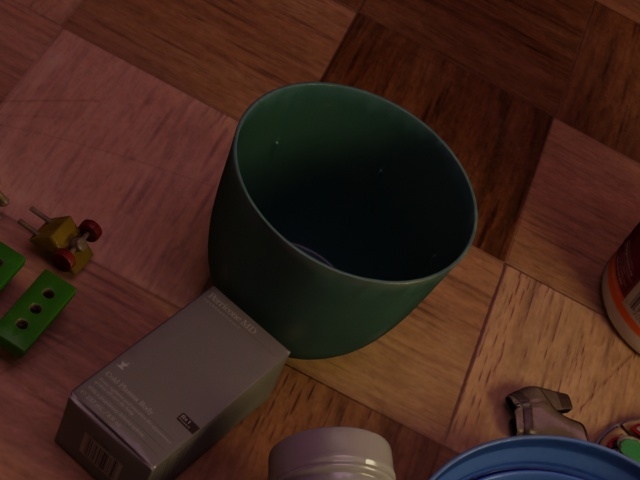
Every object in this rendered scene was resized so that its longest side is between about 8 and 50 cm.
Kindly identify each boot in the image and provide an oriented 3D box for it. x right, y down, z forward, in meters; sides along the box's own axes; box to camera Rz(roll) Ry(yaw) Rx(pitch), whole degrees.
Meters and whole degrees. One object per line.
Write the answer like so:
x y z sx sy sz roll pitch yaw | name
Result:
0.275 0.231 1.840 0.087 0.042 0.118 -3 53 -21 | boot

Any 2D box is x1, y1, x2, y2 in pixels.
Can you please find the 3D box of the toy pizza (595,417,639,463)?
0.432 0.275 1.833 0.201 0.032 0.201 5 34 -3 | toy pizza

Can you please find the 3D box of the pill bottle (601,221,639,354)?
0.547 -0.018 1.936 0.224 0.392 0.224 14 47 -16 | pill bottle

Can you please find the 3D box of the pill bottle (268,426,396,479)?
0.019 0.353 1.487 0.176 0.176 0.318 10 55 -19 | pill bottle

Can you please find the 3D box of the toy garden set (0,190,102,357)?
-0.384 0.007 1.695 0.244 0.049 0.204 32 47 3 | toy garden set

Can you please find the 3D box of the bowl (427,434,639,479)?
0.262 0.396 1.624 0.391 0.077 0.391 7 52 -9 | bowl

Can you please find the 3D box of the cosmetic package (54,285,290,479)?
-0.157 0.168 1.631 0.127 0.107 0.238 38 49 12 | cosmetic package

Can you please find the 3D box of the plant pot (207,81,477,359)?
0.000 0.000 1.759 0.293 0.235 0.293 14 48 -16 | plant pot
